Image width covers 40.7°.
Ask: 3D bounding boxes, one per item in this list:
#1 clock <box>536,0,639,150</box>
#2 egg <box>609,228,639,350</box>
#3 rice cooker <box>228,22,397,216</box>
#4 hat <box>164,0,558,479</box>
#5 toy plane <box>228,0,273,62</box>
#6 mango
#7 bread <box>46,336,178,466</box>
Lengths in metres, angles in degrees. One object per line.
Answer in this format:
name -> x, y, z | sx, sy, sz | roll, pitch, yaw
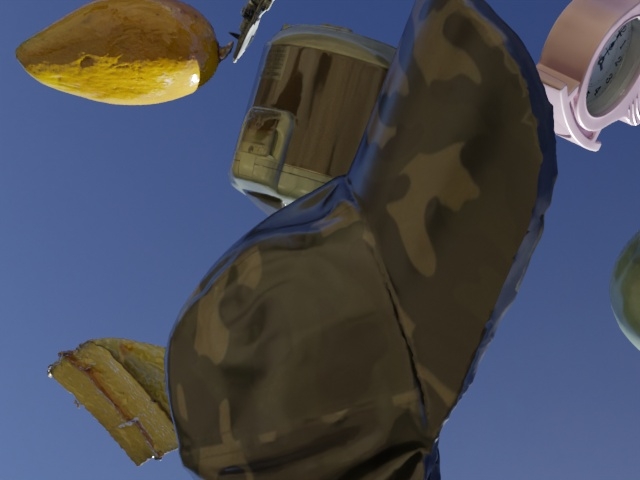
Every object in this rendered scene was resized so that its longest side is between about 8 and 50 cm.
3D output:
clock -> 0.438, -0.269, 1.293 | 0.080, 0.290, 0.275 | 37, -89, 34
egg -> 0.436, 0.042, 0.862 | 0.282, 0.203, 0.203 | -8, -89, 15
rice cooker -> 0.020, -0.165, 1.442 | 0.335, 0.335, 0.325 | 18, -89, 40
hat -> 0.000, 0.000, 0.647 | 0.366, 0.257, 0.382 | -115, -160, -58
toy plane -> -0.139, -0.485, 1.804 | 0.234, 0.082, 0.160 | -49, -151, 14
mango -> -0.281, -0.271, 1.239 | 0.317, 0.176, 0.119 | -6, -122, 9
bread -> -0.290, 0.226, 1.214 | 0.240, 0.178, 0.135 | -34, -135, 54
